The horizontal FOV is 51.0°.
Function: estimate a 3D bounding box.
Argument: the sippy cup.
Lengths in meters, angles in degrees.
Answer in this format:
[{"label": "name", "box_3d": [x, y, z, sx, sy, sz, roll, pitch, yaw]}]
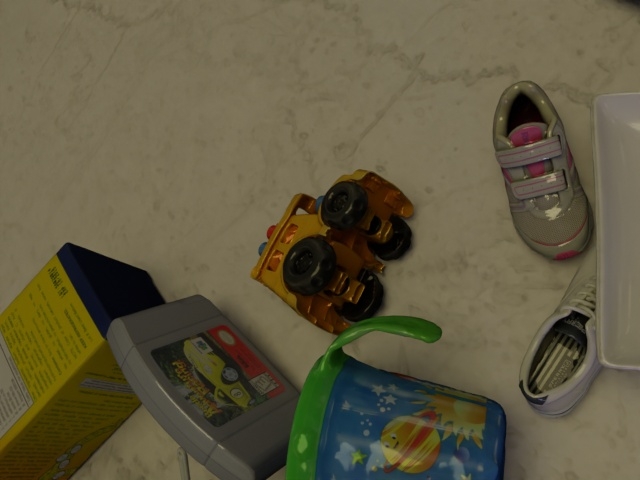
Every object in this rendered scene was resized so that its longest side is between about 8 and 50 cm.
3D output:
[{"label": "sippy cup", "box_3d": [0.100, 0.260, 0.791, 0.223, 0.306, 0.240, 3, 47, 17]}]

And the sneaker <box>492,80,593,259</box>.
[{"label": "sneaker", "box_3d": [0.274, -0.097, 0.867, 0.102, 0.111, 0.253, -21, 66, 21]}]

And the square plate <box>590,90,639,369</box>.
[{"label": "square plate", "box_3d": [0.482, -0.017, 0.732, 0.346, 0.049, 0.344, 0, 66, 18]}]

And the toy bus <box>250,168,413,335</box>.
[{"label": "toy bus", "box_3d": [0.000, 0.000, 0.979, 0.211, 0.149, 0.220, 23, 83, 48]}]

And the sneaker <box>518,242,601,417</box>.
[{"label": "sneaker", "box_3d": [0.321, 0.092, 0.792, 0.094, 0.091, 0.258, 25, 85, 32]}]

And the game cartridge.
[{"label": "game cartridge", "box_3d": [-0.149, 0.197, 0.921, 0.294, 0.196, 0.060, 42, 121, 19]}]

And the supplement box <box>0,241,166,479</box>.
[{"label": "supplement box", "box_3d": [-0.418, 0.212, 1.087, 0.356, 0.195, 0.194, -45, 59, 7]}]

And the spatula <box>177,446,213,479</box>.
[{"label": "spatula", "box_3d": [-0.143, 0.391, 0.896, 0.168, 0.019, 0.242, 29, 134, 35]}]
